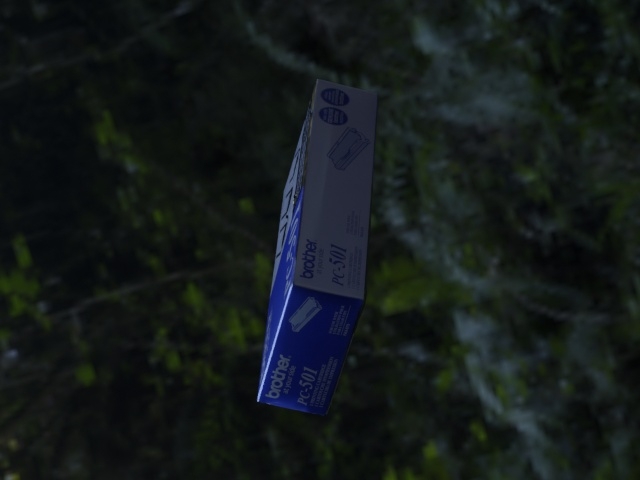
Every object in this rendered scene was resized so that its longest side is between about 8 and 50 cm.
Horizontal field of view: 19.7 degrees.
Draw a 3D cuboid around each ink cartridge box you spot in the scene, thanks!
[{"bbox_3d":[0.000,0.000,1.136,0.207,0.046,0.097,-85,9,-52],"label":"ink cartridge box"}]
